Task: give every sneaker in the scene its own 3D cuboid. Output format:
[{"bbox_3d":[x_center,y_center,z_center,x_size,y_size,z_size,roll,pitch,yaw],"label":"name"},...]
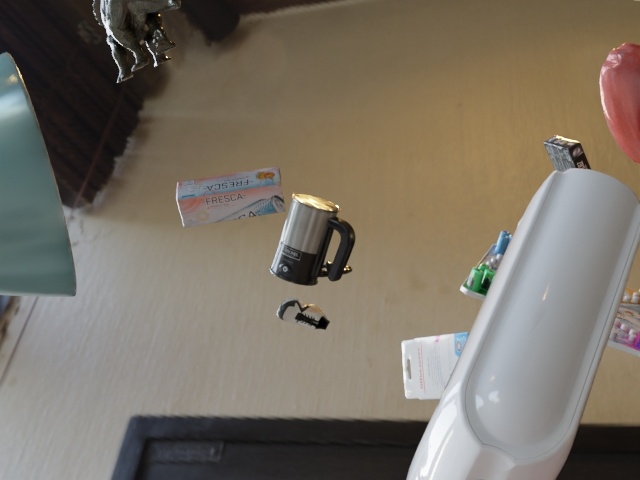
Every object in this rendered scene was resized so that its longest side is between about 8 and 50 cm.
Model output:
[{"bbox_3d":[-0.026,0.122,1.522,0.109,0.044,0.040,13,-71,-47],"label":"sneaker"}]

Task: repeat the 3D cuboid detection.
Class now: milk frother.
[{"bbox_3d":[0.000,0.000,1.553,0.129,0.143,0.134,19,-76,6],"label":"milk frother"}]

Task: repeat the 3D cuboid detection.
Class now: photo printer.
[{"bbox_3d":[0.172,0.122,0.817,0.107,0.307,0.256,24,-34,10],"label":"photo printer"}]

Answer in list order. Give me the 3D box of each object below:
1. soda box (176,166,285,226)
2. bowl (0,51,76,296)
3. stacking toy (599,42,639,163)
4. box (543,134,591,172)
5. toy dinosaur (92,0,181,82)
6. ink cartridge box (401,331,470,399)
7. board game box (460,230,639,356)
[{"bbox_3d":[-0.155,-0.076,1.615,0.183,0.058,0.063,-9,-51,0],"label":"soda box"},{"bbox_3d":[-0.420,-0.061,1.133,0.163,0.311,0.311,-15,-37,-20],"label":"bowl"},{"bbox_3d":[0.413,-0.212,0.860,0.309,0.130,0.279,-32,-61,-15],"label":"stacking toy"},{"bbox_3d":[0.305,-0.083,1.119,0.018,0.067,0.083,-29,-74,-4],"label":"box"},{"bbox_3d":[-0.297,-0.350,1.451,0.121,0.313,0.160,-28,-84,-12],"label":"toy dinosaur"},{"bbox_3d":[0.211,0.207,1.523,0.062,0.104,0.181,2,-10,-31],"label":"ink cartridge box"},{"bbox_3d":[0.495,0.096,1.793,0.390,0.390,0.050,20,-72,15],"label":"board game box"}]
